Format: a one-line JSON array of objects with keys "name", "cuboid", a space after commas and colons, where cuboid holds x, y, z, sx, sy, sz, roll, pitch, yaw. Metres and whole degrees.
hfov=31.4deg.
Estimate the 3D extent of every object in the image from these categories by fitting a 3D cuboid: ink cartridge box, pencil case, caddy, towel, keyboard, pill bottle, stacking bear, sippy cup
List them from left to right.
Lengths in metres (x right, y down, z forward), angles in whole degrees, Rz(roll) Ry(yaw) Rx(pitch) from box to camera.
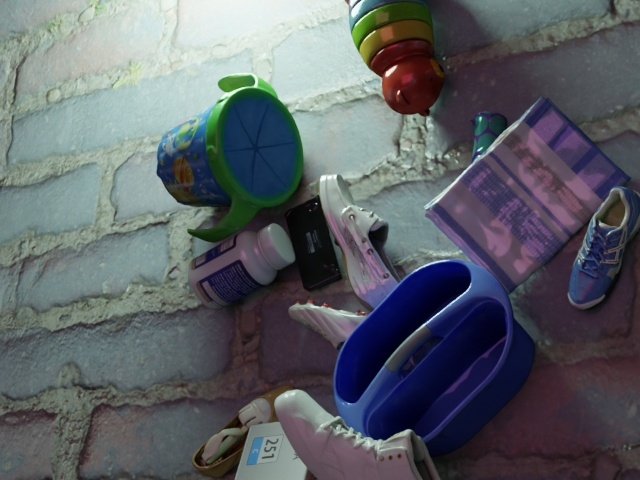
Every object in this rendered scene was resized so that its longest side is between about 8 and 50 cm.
[{"name": "sippy cup", "cuboid": [-0.191, -0.161, 2.207, 0.224, 0.240, 0.305, -11, 26, 41]}, {"name": "pill bottle", "cuboid": [-0.146, 0.046, 2.148, 0.187, 0.112, 0.112, -28, 58, 22]}, {"name": "ink cartridge box", "cuboid": [-0.022, 0.419, 1.852, 0.261, 0.066, 0.296, -11, 39, 23]}, {"name": "keyboard", "cuboid": [0.000, 0.000, 2.125, 0.108, 0.023, 0.180, -26, 60, 18]}, {"name": "stacking bear", "cuboid": [0.146, -0.367, 2.103, 0.164, 0.175, 0.289, -23, 67, 22]}, {"name": "caddy", "cuboid": [0.177, 0.192, 1.833, 0.341, 0.179, 0.241, -47, 52, 9]}, {"name": "pencil case", "cuboid": [0.287, -0.144, 1.968, 0.070, 0.064, 0.151, -10, 65, 42]}, {"name": "towel", "cuboid": [0.337, -0.074, 1.881, 0.285, 0.034, 0.209, -44, 77, 9]}]

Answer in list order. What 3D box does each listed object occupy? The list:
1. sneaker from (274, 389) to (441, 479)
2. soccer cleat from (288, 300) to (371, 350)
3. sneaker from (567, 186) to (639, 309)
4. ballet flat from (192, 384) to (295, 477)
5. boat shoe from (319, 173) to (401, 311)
[{"name": "sneaker", "cuboid": [0.070, 0.315, 1.744, 0.169, 0.108, 0.292, -44, 78, 24]}, {"name": "soccer cleat", "cuboid": [0.020, 0.155, 2.024, 0.196, 0.068, 0.076, 8, 79, 33]}, {"name": "sneaker", "cuboid": [0.441, 0.008, 1.794, 0.080, 0.081, 0.211, 21, 85, 36]}, {"name": "ballet flat", "cuboid": [-0.138, 0.344, 2.044, 0.232, 0.073, 0.080, -45, 54, 10]}, {"name": "boat shoe", "cuboid": [0.081, -0.011, 2.035, 0.096, 0.098, 0.277, -30, 67, 20]}]
